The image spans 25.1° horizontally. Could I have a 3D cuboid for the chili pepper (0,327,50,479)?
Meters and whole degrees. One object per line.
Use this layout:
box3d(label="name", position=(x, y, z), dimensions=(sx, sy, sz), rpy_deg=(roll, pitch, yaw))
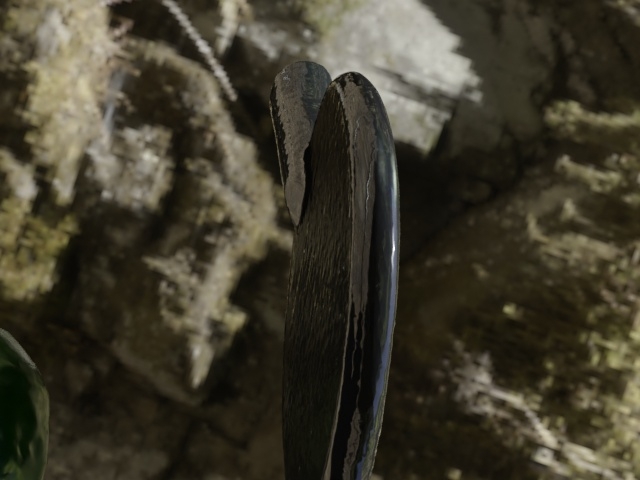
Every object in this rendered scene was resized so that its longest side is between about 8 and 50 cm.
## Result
box3d(label="chili pepper", position=(-0.210, 0.169, 0.403), dimensions=(0.167, 0.213, 0.385), rpy_deg=(-5, -120, 62))

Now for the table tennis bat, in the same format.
box3d(label="table tennis bat", position=(0.000, 0.000, 0.507), dimensions=(0.236, 0.027, 0.150), rpy_deg=(-98, -165, -58))
